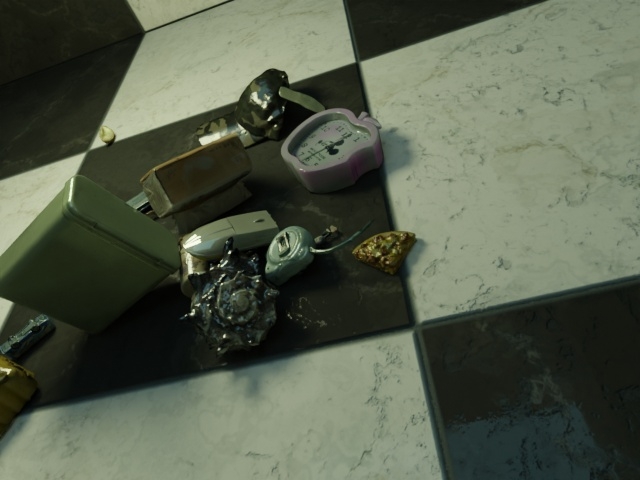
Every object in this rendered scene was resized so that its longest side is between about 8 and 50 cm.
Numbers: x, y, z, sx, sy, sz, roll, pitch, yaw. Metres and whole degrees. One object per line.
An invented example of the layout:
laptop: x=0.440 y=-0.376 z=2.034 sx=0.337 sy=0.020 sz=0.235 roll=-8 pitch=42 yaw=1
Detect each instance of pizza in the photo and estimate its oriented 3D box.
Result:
pizza: x=0.176 y=0.025 z=1.274 sx=0.175 sy=0.046 sz=0.134 roll=-24 pitch=44 yaw=1

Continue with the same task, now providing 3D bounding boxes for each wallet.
wallet: x=-0.669 y=-0.135 z=1.778 sx=0.222 sy=0.036 sz=0.167 roll=-39 pitch=30 yaw=-15

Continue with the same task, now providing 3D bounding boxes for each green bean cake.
green bean cake: x=-0.932 y=0.426 z=1.332 sx=0.224 sy=0.131 sz=0.229 roll=15 pitch=57 yaw=32

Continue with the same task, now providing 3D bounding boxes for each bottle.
bottle: x=-0.366 y=0.066 z=1.443 sx=0.097 sy=0.110 sz=0.209 roll=-55 pitch=36 yaw=31

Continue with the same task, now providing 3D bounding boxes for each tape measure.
tape measure: x=-0.019 y=-0.009 z=1.312 sx=0.330 sy=0.084 sz=0.164 roll=-35 pitch=46 yaw=18

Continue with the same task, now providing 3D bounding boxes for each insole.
insole: x=-0.068 y=-0.531 z=1.832 sx=0.010 sy=0.192 sz=0.063 roll=-35 pitch=41 yaw=57

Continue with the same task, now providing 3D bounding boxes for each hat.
hat: x=-0.309 y=-0.522 z=1.905 sx=0.382 sy=0.257 sz=0.366 roll=-9 pitch=41 yaw=-11

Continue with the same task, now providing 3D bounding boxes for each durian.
durian: x=-1.002 y=-0.495 z=2.276 sx=0.052 sy=0.066 sz=0.130 roll=-23 pitch=53 yaw=4

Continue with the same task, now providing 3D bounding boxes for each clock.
clock: x=0.043 y=-0.306 z=1.607 sx=0.339 sy=0.102 sz=0.338 roll=-12 pitch=45 yaw=12

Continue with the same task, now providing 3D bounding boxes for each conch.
conch: x=-0.219 y=0.145 z=1.236 sx=0.241 sy=0.186 sz=0.313 roll=-18 pitch=48 yaw=9

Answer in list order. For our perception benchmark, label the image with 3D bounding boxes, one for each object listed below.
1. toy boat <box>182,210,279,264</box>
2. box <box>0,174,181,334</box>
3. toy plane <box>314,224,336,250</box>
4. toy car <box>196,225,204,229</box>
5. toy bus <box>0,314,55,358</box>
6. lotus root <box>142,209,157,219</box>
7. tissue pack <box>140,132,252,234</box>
toy boat: x=-0.256 y=0.001 z=1.408 sx=0.270 sy=0.140 sz=0.141 roll=-24 pitch=43 yaw=-16
box: x=-0.640 y=0.058 z=1.340 sx=0.344 sy=0.352 sz=0.177 roll=-40 pitch=43 yaw=10
toy plane: x=0.000 y=0.000 z=1.390 sx=0.121 sy=0.031 sz=0.049 roll=-37 pitch=36 yaw=-7
toy car: x=-0.442 y=-0.116 z=1.663 sx=0.103 sy=0.063 sz=0.216 roll=-8 pitch=47 yaw=-10
toy bus: x=-0.900 y=0.296 z=1.491 sx=0.051 sy=0.061 sz=0.153 roll=26 pitch=62 yaw=41
lotus root: x=-0.629 y=-0.086 z=1.745 sx=0.083 sy=0.037 sz=0.030 roll=-30 pitch=40 yaw=-4
tissue pack: x=-0.378 y=-0.176 z=1.556 sx=0.306 sy=0.238 sz=0.239 roll=-34 pitch=42 yaw=-30
